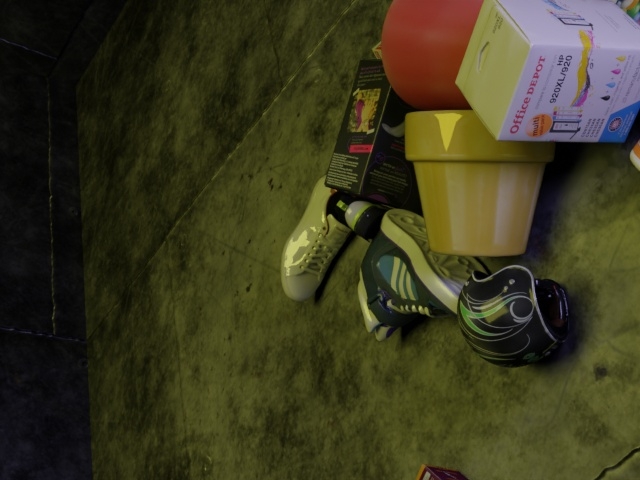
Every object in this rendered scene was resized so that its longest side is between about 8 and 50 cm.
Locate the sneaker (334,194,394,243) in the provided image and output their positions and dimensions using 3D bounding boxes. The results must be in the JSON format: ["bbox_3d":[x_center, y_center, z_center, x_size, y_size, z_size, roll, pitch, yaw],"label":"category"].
[{"bbox_3d":[0.087,-0.052,2.042,0.097,0.234,0.084,35,91,16],"label":"sneaker"}]

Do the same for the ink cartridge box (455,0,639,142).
[{"bbox_3d":[0.358,-0.262,1.592,0.168,0.232,0.171,-114,30,-47],"label":"ink cartridge box"}]

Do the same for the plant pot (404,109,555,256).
[{"bbox_3d":[0.269,-0.098,1.770,0.254,0.254,0.239,8,100,58],"label":"plant pot"}]

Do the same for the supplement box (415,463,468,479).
[{"bbox_3d":[0.227,0.461,1.718,0.188,0.080,0.104,33,105,57],"label":"supplement box"}]

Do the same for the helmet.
[{"bbox_3d":[0.301,0.120,1.677,0.161,0.169,0.169,-20,58,33],"label":"helmet"}]

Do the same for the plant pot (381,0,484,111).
[{"bbox_3d":[0.283,-0.338,1.807,0.243,0.275,0.275,26,99,56],"label":"plant pot"}]

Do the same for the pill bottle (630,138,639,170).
[{"bbox_3d":[0.545,-0.171,1.462,0.216,0.121,0.121,-58,35,24],"label":"pill bottle"}]

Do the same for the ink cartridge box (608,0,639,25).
[{"bbox_3d":[0.526,-0.340,1.626,0.186,0.065,0.311,-57,37,26],"label":"ink cartridge box"}]

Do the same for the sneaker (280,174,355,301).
[{"bbox_3d":[0.000,0.000,2.250,0.123,0.106,0.290,21,93,61],"label":"sneaker"}]

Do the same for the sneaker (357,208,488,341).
[{"bbox_3d":[0.181,0.115,1.926,0.323,0.130,0.236,50,132,44],"label":"sneaker"}]

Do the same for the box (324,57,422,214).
[{"bbox_3d":[0.141,-0.207,2.066,0.143,0.165,0.270,20,93,58],"label":"box"}]

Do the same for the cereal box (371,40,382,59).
[{"bbox_3d":[0.230,-0.406,2.048,0.173,0.047,0.240,-42,27,-15],"label":"cereal box"}]
